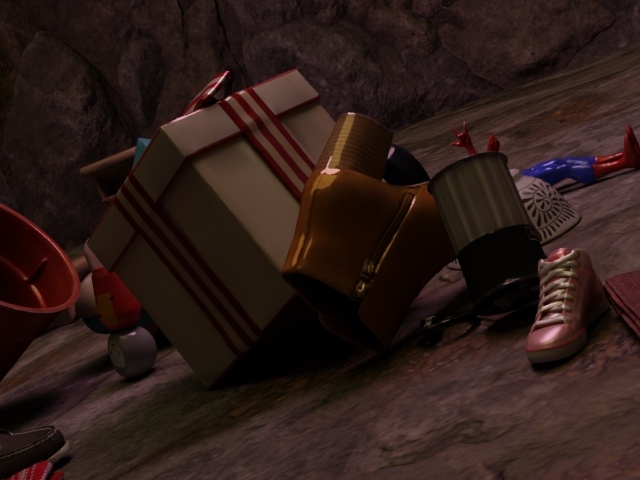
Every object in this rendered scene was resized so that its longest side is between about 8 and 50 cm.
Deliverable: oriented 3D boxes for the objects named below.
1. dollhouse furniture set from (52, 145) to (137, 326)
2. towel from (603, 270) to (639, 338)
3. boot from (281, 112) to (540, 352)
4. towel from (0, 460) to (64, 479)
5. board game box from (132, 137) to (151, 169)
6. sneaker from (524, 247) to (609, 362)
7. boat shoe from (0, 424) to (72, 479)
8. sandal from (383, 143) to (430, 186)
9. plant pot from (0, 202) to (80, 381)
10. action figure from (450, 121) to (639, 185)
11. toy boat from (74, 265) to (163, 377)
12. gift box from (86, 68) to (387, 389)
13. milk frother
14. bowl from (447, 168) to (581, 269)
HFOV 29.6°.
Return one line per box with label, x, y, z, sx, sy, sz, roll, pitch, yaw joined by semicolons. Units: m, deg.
dollhouse furniture set;-0.457;-0.006;2.386;0.362;0.257;0.394;-16;10;37
towel;0.385;0.009;0.891;0.329;0.037;0.237;-20;7;7
boot;0.094;0.023;1.241;0.104;0.295;0.211;-19;47;52
towel;-0.398;0.294;1.150;0.274;0.031;0.199;-20;10;14
board game box;-0.119;-0.068;1.824;0.253;0.079;0.336;6;15;-25
sneaker;0.196;0.049;1.003;0.051;0.070;0.134;-14;13;35
boat shoe;-0.379;0.239;1.302;0.227;0.069;0.081;-21;9;13
sandal;-0.002;-0.075;2.028;0.445;0.167;0.107;-9;39;55
plant pot;-0.511;0.108;1.642;0.265;0.272;0.272;-54;-1;17
action figure;0.274;-0.117;1.628;0.280;0.139;0.091;-22;7;22
toy boat;-0.235;0.092;1.681;0.267;0.148;0.318;-16;2;12
gift box;-0.082;-0.027;1.371;0.276;0.258;0.255;-31;-12;-50
milk frother;0.136;0.012;1.158;0.143;0.135;0.129;-19;-22;2
bowl;0.215;-0.035;1.438;0.170;0.080;0.170;-22;9;4
